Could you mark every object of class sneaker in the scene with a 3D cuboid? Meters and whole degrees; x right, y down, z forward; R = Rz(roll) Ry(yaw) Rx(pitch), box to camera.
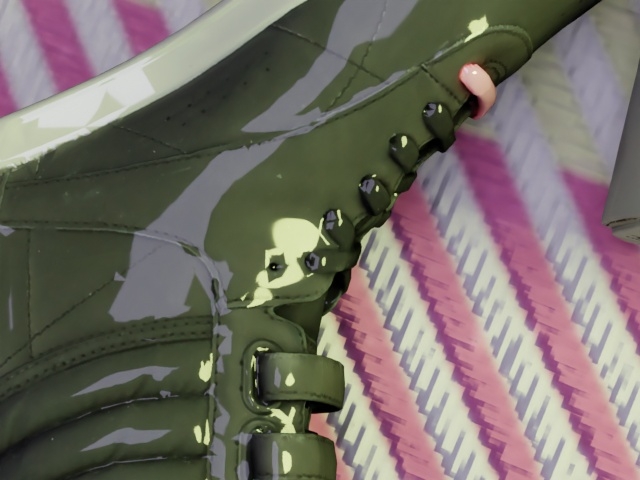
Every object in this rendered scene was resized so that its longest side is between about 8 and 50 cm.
[{"bbox_3d":[0.000,0.000,0.607,0.295,0.104,0.147,-28,77,2],"label":"sneaker"}]

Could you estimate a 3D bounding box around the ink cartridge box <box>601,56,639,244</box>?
[{"bbox_3d":[0.171,-0.072,0.601,0.127,0.072,0.175,13,88,-4],"label":"ink cartridge box"}]
